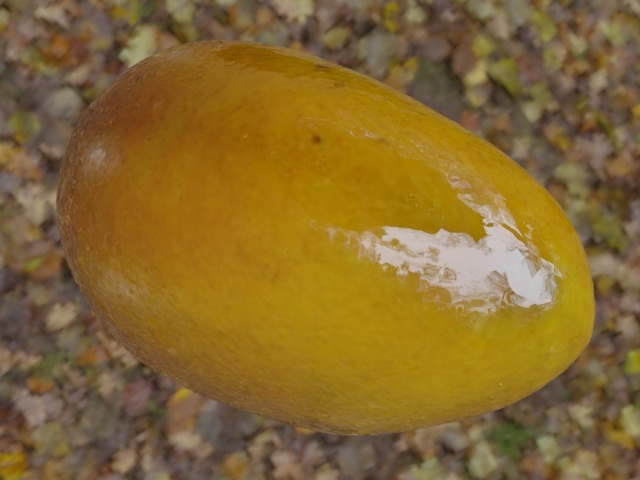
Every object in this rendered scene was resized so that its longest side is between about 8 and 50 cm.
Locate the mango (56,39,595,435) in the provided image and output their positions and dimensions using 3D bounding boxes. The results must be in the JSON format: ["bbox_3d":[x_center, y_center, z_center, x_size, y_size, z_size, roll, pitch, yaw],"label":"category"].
[{"bbox_3d":[0.000,0.000,0.506,0.145,0.219,0.112,33,78,-28],"label":"mango"}]
